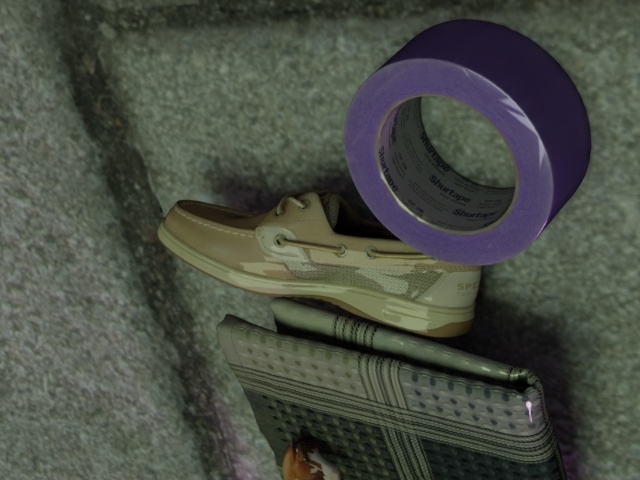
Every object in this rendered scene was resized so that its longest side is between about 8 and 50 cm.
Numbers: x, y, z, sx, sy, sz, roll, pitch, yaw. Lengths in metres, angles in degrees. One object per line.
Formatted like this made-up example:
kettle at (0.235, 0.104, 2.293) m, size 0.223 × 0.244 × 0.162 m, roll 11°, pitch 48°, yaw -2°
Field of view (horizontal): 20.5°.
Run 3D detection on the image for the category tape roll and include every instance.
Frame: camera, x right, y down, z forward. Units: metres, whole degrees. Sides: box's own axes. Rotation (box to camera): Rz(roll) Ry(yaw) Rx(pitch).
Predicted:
tape roll at (0.119, -0.079, 1.448) m, size 0.189 × 0.080 × 0.189 m, roll 18°, pitch 128°, yaw 25°

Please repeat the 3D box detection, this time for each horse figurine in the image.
horse figurine at (0.018, 0.305, 1.723) m, size 0.174 × 0.066 × 0.263 m, roll 40°, pitch 158°, yaw 17°

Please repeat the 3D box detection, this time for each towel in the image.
towel at (0.079, 0.185, 1.634) m, size 0.324 × 0.056 × 0.312 m, roll 11°, pitch 143°, yaw 27°

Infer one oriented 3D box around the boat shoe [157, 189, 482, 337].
boat shoe at (0.000, 0.000, 1.570) m, size 0.302 × 0.109 × 0.098 m, roll 16°, pitch 107°, yaw 19°
